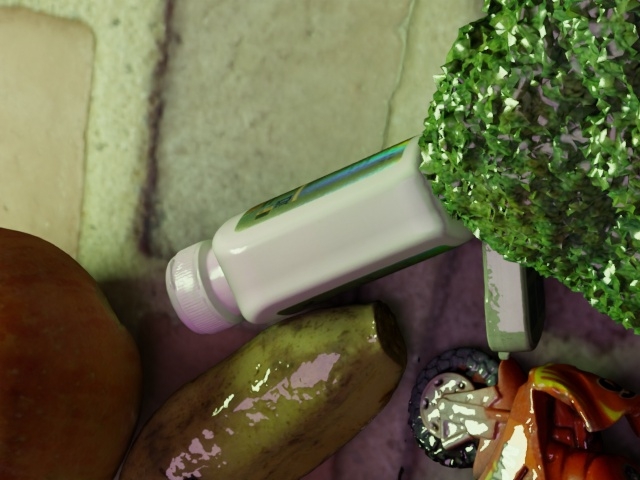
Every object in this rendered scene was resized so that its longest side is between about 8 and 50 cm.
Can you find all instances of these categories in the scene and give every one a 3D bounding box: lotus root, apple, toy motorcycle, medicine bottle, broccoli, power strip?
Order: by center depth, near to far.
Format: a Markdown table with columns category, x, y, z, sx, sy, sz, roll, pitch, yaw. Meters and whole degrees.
| category | x | y | z | sx | sy | sz | roll | pitch | yaw |
| --- | --- | --- | --- | --- | --- | --- | --- | --- | --- |
| broccoli | 0.230 | -0.114 | 0.918 | 0.321 | 0.310 | 0.413 | -1 | 137 | 27 |
| power strip | 0.123 | -0.034 | 1.090 | 0.029 | 0.080 | 0.227 | -2 | 103 | 18 |
| toy motorcycle | 0.156 | 0.192 | 1.093 | 0.171 | 0.089 | 0.298 | -28 | 68 | 22 |
| medicine bottle | 0.000 | 0.000 | 1.125 | 0.219 | 0.115 | 0.078 | -23 | 95 | 24 |
| lotus root | -0.043 | 0.128 | 1.183 | 0.258 | 0.110 | 0.097 | -38 | 47 | 19 |
| apple | -0.244 | 0.105 | 1.188 | 0.242 | 0.241 | 0.242 | -1 | 86 | 20 |
